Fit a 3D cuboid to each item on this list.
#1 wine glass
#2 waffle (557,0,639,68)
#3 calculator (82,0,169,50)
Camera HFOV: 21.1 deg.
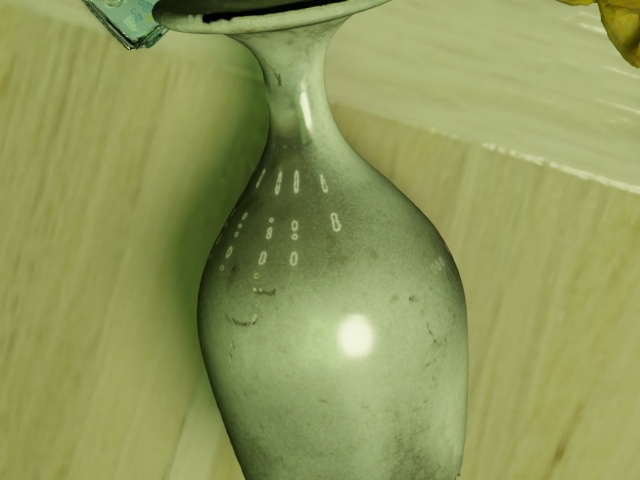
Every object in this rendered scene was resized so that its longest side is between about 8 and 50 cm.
[{"bbox_3d":[0.000,0.000,0.766,0.126,0.126,0.241,-6,107,8],"label":"wine glass"},{"bbox_3d":[0.150,-0.196,0.617,0.249,0.056,0.253,-41,105,15],"label":"waffle"},{"bbox_3d":[-0.124,-0.160,0.774,0.057,0.018,0.172,-40,101,17],"label":"calculator"}]
